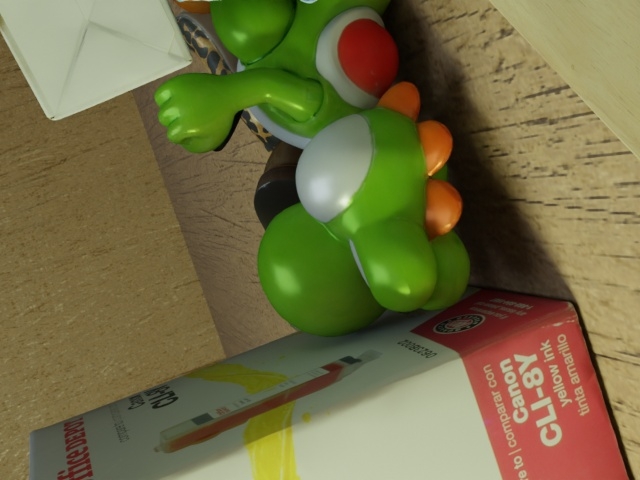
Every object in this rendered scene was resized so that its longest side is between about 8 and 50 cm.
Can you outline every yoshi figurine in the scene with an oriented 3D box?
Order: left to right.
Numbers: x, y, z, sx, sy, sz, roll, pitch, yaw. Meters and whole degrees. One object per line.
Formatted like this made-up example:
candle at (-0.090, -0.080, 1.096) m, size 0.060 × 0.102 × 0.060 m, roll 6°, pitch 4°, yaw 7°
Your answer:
yoshi figurine at (-0.017, -0.074, 0.796) m, size 0.203 × 0.203 × 0.362 m, roll 90°, pitch 158°, yaw -59°

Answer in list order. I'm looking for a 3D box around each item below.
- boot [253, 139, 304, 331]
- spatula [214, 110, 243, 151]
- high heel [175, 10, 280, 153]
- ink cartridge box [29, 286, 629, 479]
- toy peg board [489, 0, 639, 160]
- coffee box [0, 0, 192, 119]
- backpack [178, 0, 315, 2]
boot at (0.000, 0.000, 1.137) m, size 0.305 × 0.112 × 0.115 m, roll 78°, pitch -166°, yaw -47°
spatula at (-0.060, -0.156, 0.941) m, size 0.084 × 0.030 × 0.296 m, roll 64°, pitch -153°, yaw -25°
high heel at (-0.107, -0.189, 1.202) m, size 0.261 × 0.093 × 0.186 m, roll 14°, pitch 117°, yaw 63°
ink cartridge box at (-0.014, 0.173, 0.759) m, size 0.279 × 0.384 × 0.160 m, roll -173°, pitch 64°, yaw -74°
toy peg board at (0.150, -0.135, 0.388) m, size 0.161 × 0.079 × 0.161 m, roll 59°, pitch 147°, yaw 37°
coffee box at (-0.169, -0.192, 0.674) m, size 0.246 × 0.098 × 0.141 m, roll -119°, pitch 6°, yaw -63°
backpack at (-0.028, -0.288, 0.528) m, size 0.355 × 0.273 × 0.290 m, roll 51°, pitch 154°, yaw 18°
